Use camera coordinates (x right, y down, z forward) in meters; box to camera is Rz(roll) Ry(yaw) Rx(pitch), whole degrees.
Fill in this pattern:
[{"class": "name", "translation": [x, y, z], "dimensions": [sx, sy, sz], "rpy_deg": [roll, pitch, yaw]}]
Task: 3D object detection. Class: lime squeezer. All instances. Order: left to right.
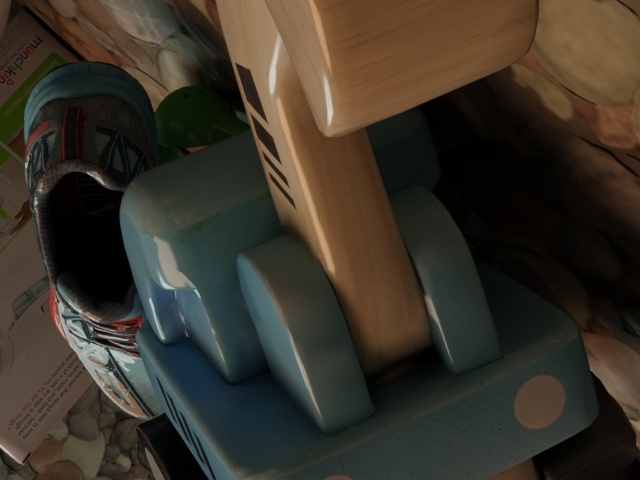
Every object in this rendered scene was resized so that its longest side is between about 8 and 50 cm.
[{"class": "lime squeezer", "translation": [-0.087, -0.040, 1.021], "dimensions": [0.110, 0.059, 0.310], "rpy_deg": [51, 138, -11]}]

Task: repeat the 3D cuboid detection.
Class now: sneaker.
[{"class": "sneaker", "translation": [-0.136, 0.027, 0.954], "dimensions": [0.125, 0.104, 0.262], "rpy_deg": [-95, -7, -55]}]

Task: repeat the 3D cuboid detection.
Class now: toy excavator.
[{"class": "toy excavator", "translation": [0.000, 0.000, 0.719], "dimensions": [0.445, 0.222, 0.433], "rpy_deg": [70, 167, -20]}]

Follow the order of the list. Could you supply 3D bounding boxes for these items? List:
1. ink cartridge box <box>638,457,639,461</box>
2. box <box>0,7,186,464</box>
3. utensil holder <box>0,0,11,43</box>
[{"class": "ink cartridge box", "translation": [0.134, 0.196, 1.107], "dimensions": [0.078, 0.134, 0.231], "rpy_deg": [48, 164, -31]}, {"class": "box", "translation": [-0.235, -0.001, 1.183], "dimensions": [0.231, 0.262, 0.127], "rpy_deg": [41, 166, -10]}, {"class": "utensil holder", "translation": [-0.386, -0.161, 0.959], "dimensions": [0.327, 0.327, 0.385], "rpy_deg": [44, 166, -16]}]
